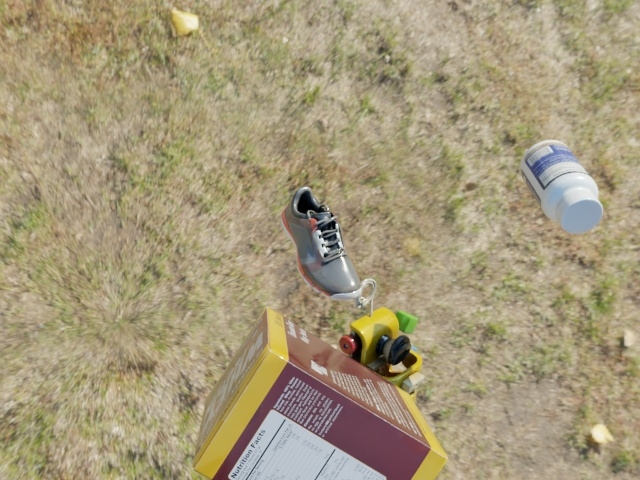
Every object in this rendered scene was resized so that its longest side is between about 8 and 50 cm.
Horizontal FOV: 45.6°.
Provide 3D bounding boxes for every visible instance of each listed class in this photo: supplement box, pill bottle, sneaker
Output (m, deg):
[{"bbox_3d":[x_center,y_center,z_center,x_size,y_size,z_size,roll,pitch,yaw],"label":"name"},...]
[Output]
[{"bbox_3d":[-0.007,0.186,0.766,0.194,0.191,0.129,33,93,-8],"label":"supplement box"},{"bbox_3d":[0.286,-0.063,0.901,0.067,0.120,0.067,-4,128,-6],"label":"pill bottle"},{"bbox_3d":[0.000,0.000,0.885,0.061,0.065,0.158,-15,54,-29],"label":"sneaker"}]

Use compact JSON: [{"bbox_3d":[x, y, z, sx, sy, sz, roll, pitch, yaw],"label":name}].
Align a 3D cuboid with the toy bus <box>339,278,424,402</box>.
[{"bbox_3d":[0.091,0.183,1.063,0.104,0.202,0.191,27,80,35],"label":"toy bus"}]
